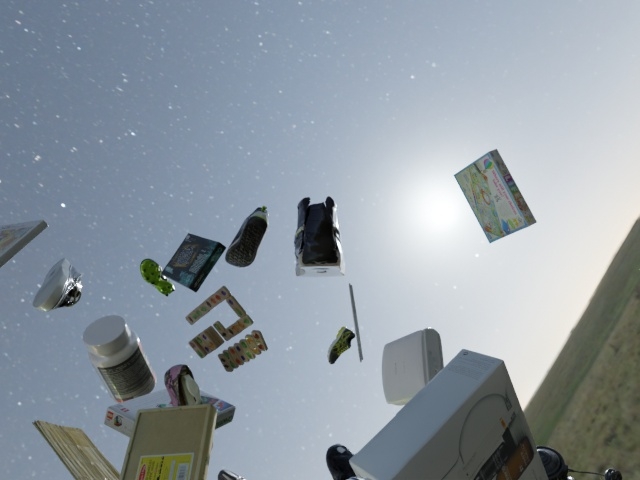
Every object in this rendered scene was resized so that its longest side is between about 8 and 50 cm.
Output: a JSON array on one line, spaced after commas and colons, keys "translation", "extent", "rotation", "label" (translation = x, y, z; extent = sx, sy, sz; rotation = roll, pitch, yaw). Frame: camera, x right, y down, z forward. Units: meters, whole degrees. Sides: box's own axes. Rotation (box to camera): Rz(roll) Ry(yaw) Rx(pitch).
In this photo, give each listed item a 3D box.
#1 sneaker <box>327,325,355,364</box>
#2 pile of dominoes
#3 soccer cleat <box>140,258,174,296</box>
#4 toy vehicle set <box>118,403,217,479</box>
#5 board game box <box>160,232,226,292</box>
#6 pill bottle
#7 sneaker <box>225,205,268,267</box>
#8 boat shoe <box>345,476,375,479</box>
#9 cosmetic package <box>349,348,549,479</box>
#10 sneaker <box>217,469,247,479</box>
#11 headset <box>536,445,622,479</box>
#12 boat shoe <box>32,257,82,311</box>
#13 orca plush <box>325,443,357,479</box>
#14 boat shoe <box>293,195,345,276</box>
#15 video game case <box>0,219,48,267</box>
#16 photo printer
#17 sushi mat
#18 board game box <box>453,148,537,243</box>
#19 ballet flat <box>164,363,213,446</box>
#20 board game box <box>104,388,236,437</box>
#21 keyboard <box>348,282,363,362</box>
[{"translation": [0.043, 0.218, 1.059], "extent": [0.083, 0.035, 0.031], "rotation": [-64, -32, -13], "label": "sneaker"}, {"translation": [-0.250, 0.242, 1.305], "extent": [0.251, 0.196, 0.040], "rotation": [-37, 3, 45], "label": "pile of dominoes"}, {"translation": [-0.506, 0.106, 1.571], "extent": [0.060, 0.072, 0.179], "rotation": [-37, -36, -14], "label": "soccer cleat"}, {"translation": [-0.299, 0.449, 0.976], "extent": [0.035, 0.166, 0.266], "rotation": [70, -162, -48], "label": "toy vehicle set"}, {"translation": [-0.309, 0.049, 1.236], "extent": [0.026, 0.186, 0.126], "rotation": [41, -106, -33], "label": "board game box"}, {"translation": [-0.663, 0.394, 1.704], "extent": [0.161, 0.161, 0.283], "rotation": [-38, -45, -35], "label": "pill bottle"}, {"translation": [-0.206, -0.011, 1.519], "extent": [0.234, 0.084, 0.097], "rotation": [-49, 20, 39], "label": "sneaker"}, {"translation": [0.140, 0.304, 0.540], "extent": [0.084, 0.258, 0.095], "rotation": [-49, -40, -35], "label": "boat shoe"}, {"translation": [0.241, 0.418, 0.844], "extent": [0.284, 0.097, 0.377], "rotation": [-34, -70, -25], "label": "cosmetic package"}, {"translation": [-0.196, 0.741, 1.343], "extent": [0.162, 0.281, 0.106], "rotation": [-54, -27, -17], "label": "sneaker"}, {"translation": [0.680, 0.729, 1.486], "extent": [0.185, 0.243, 0.394], "rotation": [-37, -5, -47], "label": "headset"}, {"translation": [-0.516, 0.096, 1.038], "extent": [0.078, 0.219, 0.070], "rotation": [-45, -66, -2], "label": "boat shoe"}, {"translation": [0.071, 0.690, 1.402], "extent": [0.102, 0.287, 0.151], "rotation": [19, -49, -41], "label": "orca plush"}, {"translation": [0.000, 0.000, 1.209], "extent": [0.340, 0.127, 0.158], "rotation": [112, 157, -80], "label": "boat shoe"}, {"translation": [-0.818, 0.031, 1.263], "extent": [0.026, 0.206, 0.227], "rotation": [67, -149, -32], "label": "video game case"}, {"translation": [0.343, 0.496, 1.985], "extent": [0.307, 0.107, 0.256], "rotation": [-40, 42, 54], "label": "photo printer"}, {"translation": [-0.538, 0.513, 1.186], "extent": [0.019, 0.317, 0.151], "rotation": [-57, -37, -12], "label": "sushi mat"}, {"translation": [0.327, -0.081, 0.972], "extent": [0.026, 0.154, 0.103], "rotation": [-22, -7, -29], "label": "board game box"}, {"translation": [-0.301, 0.395, 1.209], "extent": [0.079, 0.221, 0.077], "rotation": [-33, -14, 39], "label": "ballet flat"}, {"translation": [-0.390, 0.465, 1.376], "extent": [0.305, 0.193, 0.053], "rotation": [9, -83, -67], "label": "board game box"}, {"translation": [0.113, 0.269, 1.682], "extent": [0.072, 0.014, 0.256], "rotation": [101, 162, -77], "label": "keyboard"}]
